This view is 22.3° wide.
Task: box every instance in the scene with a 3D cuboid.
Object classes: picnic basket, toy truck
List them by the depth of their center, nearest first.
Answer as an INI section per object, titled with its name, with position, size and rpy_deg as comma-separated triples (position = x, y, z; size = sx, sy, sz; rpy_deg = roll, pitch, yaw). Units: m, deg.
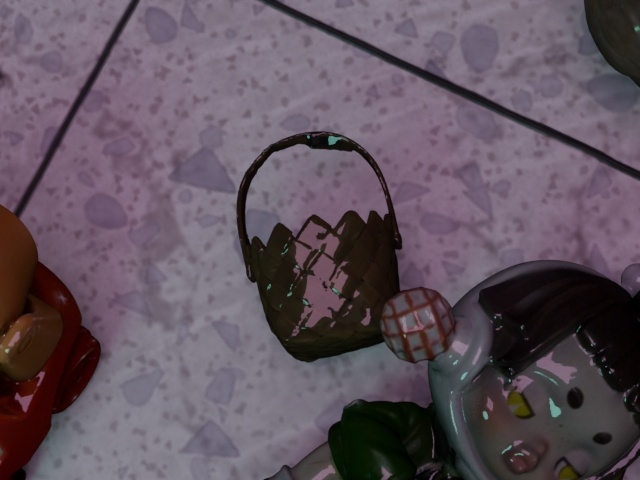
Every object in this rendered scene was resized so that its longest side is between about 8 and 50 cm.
[toy truck]
position = -0.301, 0.095, 1.244
size = 0.189, 0.239, 0.265
rpy_deg = 31, 84, 10
[picnic basket]
position = 0.000, 0.000, 1.286
size = 0.128, 0.138, 0.178
rpy_deg = -8, 79, 2

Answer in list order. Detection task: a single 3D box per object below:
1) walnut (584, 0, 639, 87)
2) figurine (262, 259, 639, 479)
[walnut]
position = 0.312, -0.210, 1.274
size = 0.224, 0.224, 0.224
rpy_deg = -1, 79, 5
[figurine]
position = 0.113, 0.146, 1.243
size = 0.370, 0.167, 0.281
rpy_deg = -34, 114, 8
